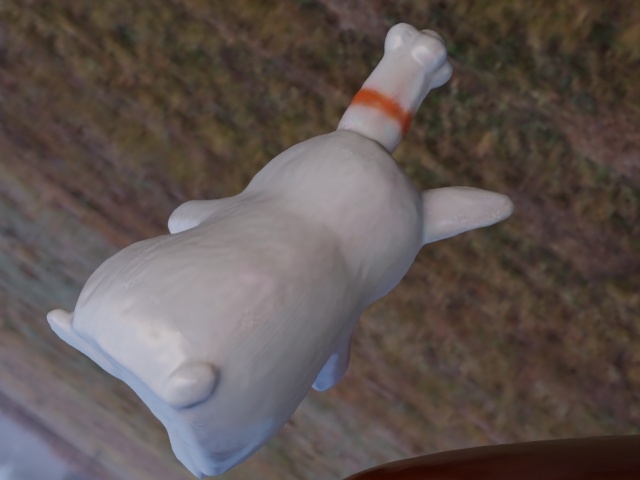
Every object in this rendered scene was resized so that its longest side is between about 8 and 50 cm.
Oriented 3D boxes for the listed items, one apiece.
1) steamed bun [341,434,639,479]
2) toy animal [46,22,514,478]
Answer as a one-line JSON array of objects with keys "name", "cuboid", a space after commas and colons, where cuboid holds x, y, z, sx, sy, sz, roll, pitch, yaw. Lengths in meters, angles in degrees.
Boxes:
[{"name": "steamed bun", "cuboid": [0.100, 0.221, 0.624, 0.379, 0.235, 0.248, 89, 172, -48]}, {"name": "toy animal", "cuboid": [-0.010, 0.009, 0.817, 0.140, 0.282, 0.138, 48, 147, -2]}]
